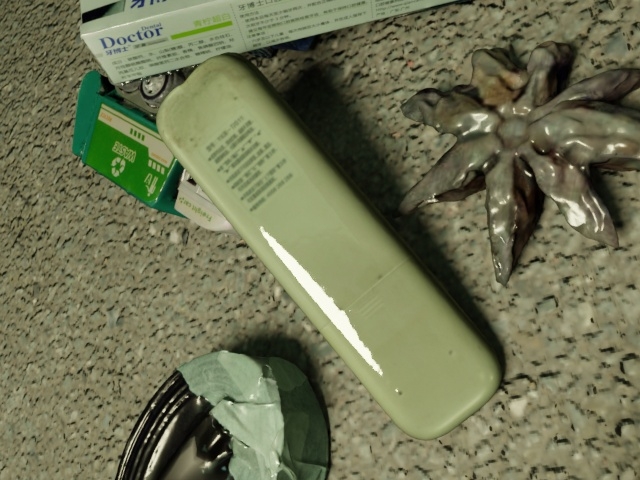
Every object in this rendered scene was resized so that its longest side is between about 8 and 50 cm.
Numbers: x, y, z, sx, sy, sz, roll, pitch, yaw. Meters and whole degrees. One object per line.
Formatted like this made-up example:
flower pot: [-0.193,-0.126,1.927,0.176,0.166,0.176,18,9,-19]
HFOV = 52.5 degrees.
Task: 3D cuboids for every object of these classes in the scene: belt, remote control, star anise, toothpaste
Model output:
belt: [-0.076,0.177,0.492,0.151,0.078,0.198,30,91,37]
remote control: [0.001,-0.001,0.447,0.090,0.038,0.309,-42,83,8]
star anise: [0.134,-0.062,0.437,0.204,0.061,0.181,43,101,34]
toothpaste: [-0.013,-0.204,0.493,0.336,0.067,0.081,-13,68,2]

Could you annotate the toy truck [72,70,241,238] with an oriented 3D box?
toy truck: [-0.120,-0.087,0.581,0.253,0.114,0.124,32,98,33]

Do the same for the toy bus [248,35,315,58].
toy bus: [-0.108,-0.235,0.627,0.236,0.094,0.079,16,86,35]
